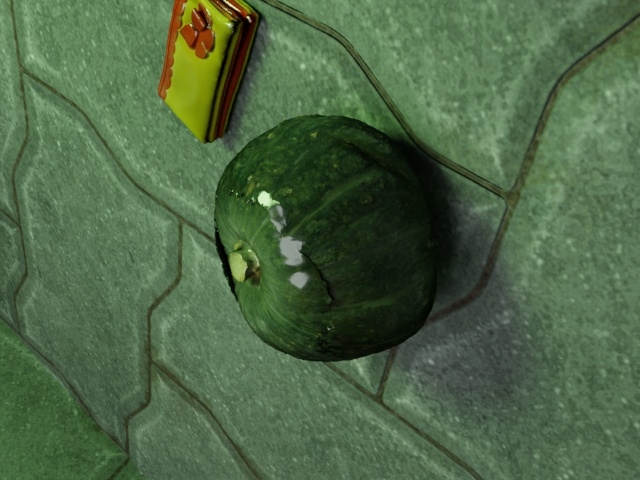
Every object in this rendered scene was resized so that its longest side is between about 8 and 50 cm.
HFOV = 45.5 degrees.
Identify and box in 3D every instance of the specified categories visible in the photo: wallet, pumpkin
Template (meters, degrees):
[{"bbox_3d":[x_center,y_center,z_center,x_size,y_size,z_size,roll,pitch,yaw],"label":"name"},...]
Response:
[{"bbox_3d":[-0.184,-0.273,1.151,0.141,0.067,0.241,44,139,17],"label":"wallet"},{"bbox_3d":[0.000,0.000,1.010,0.291,0.257,0.327,-8,102,60],"label":"pumpkin"}]
